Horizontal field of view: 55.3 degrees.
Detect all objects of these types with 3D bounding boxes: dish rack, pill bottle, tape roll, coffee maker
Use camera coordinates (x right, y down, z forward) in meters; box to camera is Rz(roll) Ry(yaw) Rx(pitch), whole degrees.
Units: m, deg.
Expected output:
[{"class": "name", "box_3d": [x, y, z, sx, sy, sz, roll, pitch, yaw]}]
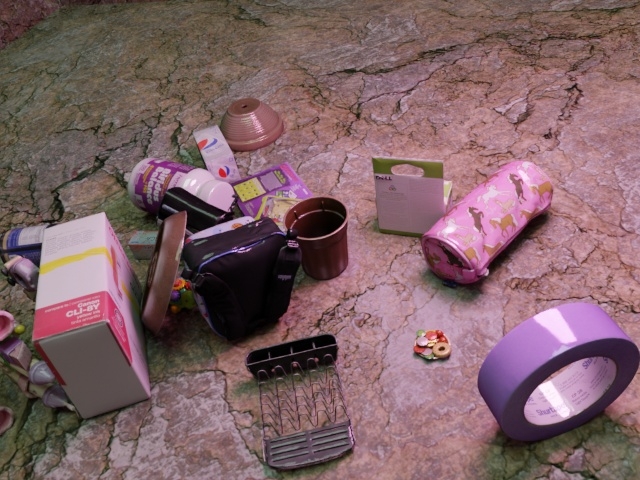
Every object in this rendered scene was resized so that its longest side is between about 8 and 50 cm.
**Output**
[{"class": "dish rack", "box_3d": [-0.041, 0.333, 1.272, 0.208, 0.074, 0.272, -14, 42, -1]}, {"class": "pill bottle", "box_3d": [-0.795, 0.016, 1.766, 0.219, 0.123, 0.123, -7, 42, 6]}, {"class": "tape roll", "box_3d": [0.429, 0.243, 1.108, 0.274, 0.275, 0.090, -18, 43, -7]}, {"class": "coffee maker", "box_3d": [-0.332, -0.076, 1.652, 0.178, 0.120, 0.171, 28, 80, 9]}, {"class": "pill bottle", "box_3d": [-0.410, -0.140, 1.812, 0.301, 0.169, 0.169, 15, 48, 28]}]

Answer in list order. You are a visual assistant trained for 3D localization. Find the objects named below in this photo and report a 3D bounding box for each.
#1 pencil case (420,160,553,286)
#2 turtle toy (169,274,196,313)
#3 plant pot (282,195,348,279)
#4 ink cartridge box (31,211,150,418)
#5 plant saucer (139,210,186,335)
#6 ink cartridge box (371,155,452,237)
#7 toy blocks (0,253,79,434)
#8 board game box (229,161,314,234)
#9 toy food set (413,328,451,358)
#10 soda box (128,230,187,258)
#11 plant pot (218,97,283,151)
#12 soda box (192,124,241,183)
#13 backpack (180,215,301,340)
[{"class": "pencil case", "box_3d": [0.423, -0.051, 1.525, 0.386, 0.167, 0.160, -40, 16, -27]}, {"class": "turtle toy", "box_3d": [-0.352, 0.136, 1.568, 0.095, 0.066, 0.130, -34, 46, -23]}, {"class": "plant pot", "box_3d": [0.000, 0.000, 1.562, 0.166, 0.165, 0.167, -6, 42, 6]}, {"class": "ink cartridge box", "box_3d": [-0.523, 0.161, 1.421, 0.160, 0.279, 0.385, -17, 42, -7]}, {"class": "plant saucer", "box_3d": [-0.386, 0.073, 1.480, 0.050, 0.311, 0.311, 13, 37, -19]}, {"class": "ink cartridge box", "box_3d": [0.242, -0.133, 1.583, 0.188, 0.255, 0.097, 7, 45, 20]}, {"class": "toy blocks", "box_3d": [-0.662, 0.245, 1.360, 0.260, 0.289, 0.309, 13, 45, 34]}, {"class": "board game box", "box_3d": [-0.122, -0.097, 1.791, 0.208, 0.056, 0.347, -26, 43, -9]}, {"class": "toy food set", "box_3d": [0.247, 0.230, 1.357, 0.082, 0.020, 0.083, -6, 42, 7]}, {"class": "soda box", "box_3d": [-0.445, 0.012, 1.731, 0.183, 0.063, 0.058, 0, 44, 13]}, {"class": "plant pot", "box_3d": [-0.252, -0.421, 2.133, 0.237, 0.110, 0.237, -6, 42, 6]}, {"class": "soda box", "box_3d": [-0.337, -0.275, 1.966, 0.091, 0.098, 0.286, -21, 33, -8]}, {"class": "backpack", "box_3d": [-0.193, 0.090, 1.437, 0.276, 0.264, 0.213, -18, 34, -19]}]
